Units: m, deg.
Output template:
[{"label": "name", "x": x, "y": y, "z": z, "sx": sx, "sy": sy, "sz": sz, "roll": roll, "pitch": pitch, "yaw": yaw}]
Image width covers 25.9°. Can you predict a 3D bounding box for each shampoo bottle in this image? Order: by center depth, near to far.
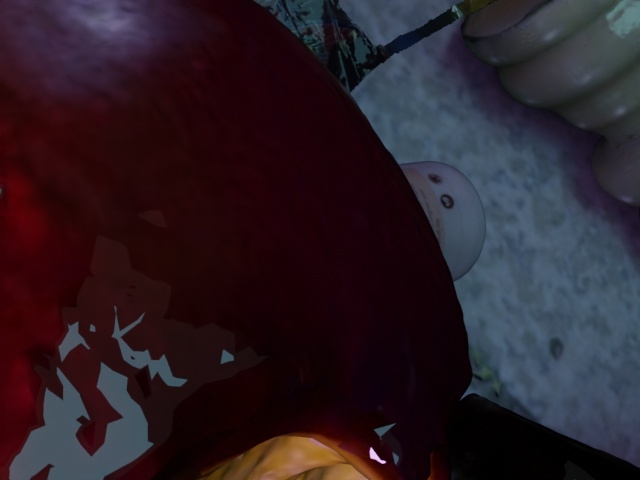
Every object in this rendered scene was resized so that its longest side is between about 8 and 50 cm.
[{"label": "shampoo bottle", "x": 0.000, "y": 0.000, "z": 0.760, "sx": 0.192, "sy": 0.074, "sz": 0.074, "roll": -9, "pitch": 80, "yaw": -32}]

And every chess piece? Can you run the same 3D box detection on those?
[{"label": "chess piece", "x": 0.212, "y": -0.082, "z": 0.901, "sx": 0.243, "sy": 0.133, "sz": 0.133, "roll": 50, "pitch": 56, "yaw": -18}]

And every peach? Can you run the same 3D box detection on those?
[{"label": "peach", "x": -0.147, "y": 0.104, "z": 0.487, "sx": 0.353, "sy": 0.339, "sz": 0.416, "roll": 15, "pitch": 62, "yaw": 13}]

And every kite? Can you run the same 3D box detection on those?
[{"label": "kite", "x": 0.011, "y": -0.147, "z": 0.797, "sx": 0.285, "sy": 0.015, "sz": 0.152, "roll": -29, "pitch": 93, "yaw": -18}]

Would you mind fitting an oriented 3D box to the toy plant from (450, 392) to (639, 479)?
[{"label": "toy plant", "x": 0.086, "y": 0.209, "z": 0.705, "sx": 0.218, "sy": 0.175, "sz": 0.235, "roll": 26, "pitch": 90, "yaw": -16}]
